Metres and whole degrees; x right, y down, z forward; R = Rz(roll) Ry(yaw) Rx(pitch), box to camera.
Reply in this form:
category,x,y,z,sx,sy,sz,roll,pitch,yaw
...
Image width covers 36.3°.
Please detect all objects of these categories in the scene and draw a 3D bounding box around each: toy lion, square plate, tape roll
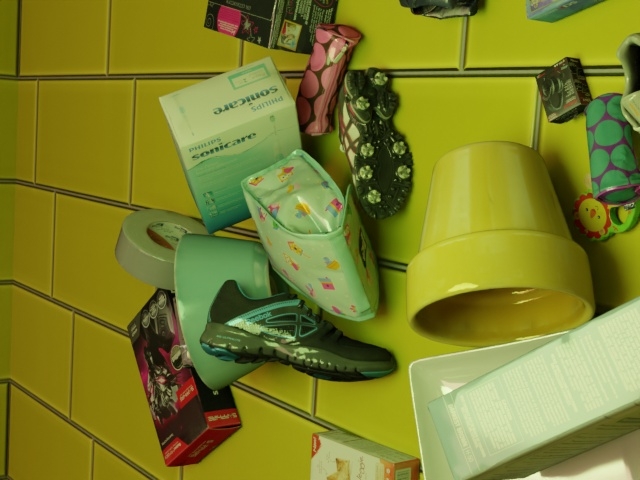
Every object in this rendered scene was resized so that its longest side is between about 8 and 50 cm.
category,x,y,z,sx,sy,sz,roll,pitch,yaw
toy lion,0.391,-0.041,1.341,0.100,0.034,0.096,34,125,47
square plate,0.303,0.309,1.356,0.344,0.049,0.347,-16,71,30
tape roll,-0.334,0.018,2.141,0.219,0.219,0.072,48,126,41

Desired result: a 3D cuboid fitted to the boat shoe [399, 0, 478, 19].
category,x,y,z,sx,sy,sz,roll,pitch,yaw
boat shoe,0.134,-0.449,1.582,0.340,0.127,0.158,21,100,50

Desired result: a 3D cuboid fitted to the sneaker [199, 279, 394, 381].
category,x,y,z,sx,sy,sz,roll,pitch,yaw
sneaker,-0.032,0.159,1.702,0.125,0.341,0.139,106,176,-71

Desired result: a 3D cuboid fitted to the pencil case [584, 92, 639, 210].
category,x,y,z,sx,sy,sz,roll,pitch,yaw
pencil case,0.387,-0.119,1.281,0.070,0.064,0.151,-9,61,19

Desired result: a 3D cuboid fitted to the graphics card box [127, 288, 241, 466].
category,x,y,z,sx,sy,sz,roll,pitch,yaw
graphics card box,-0.319,0.302,2.233,0.233,0.094,0.371,-45,55,44

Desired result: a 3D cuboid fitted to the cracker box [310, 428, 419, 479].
category,x,y,z,sx,sy,sz,roll,pitch,yaw
cracker box,0.073,0.440,1.740,0.232,0.067,0.155,6,95,53

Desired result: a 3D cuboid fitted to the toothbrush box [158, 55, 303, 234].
category,x,y,z,sx,sy,sz,roll,pitch,yaw
toothbrush box,-0.151,-0.168,1.794,0.295,0.216,0.126,81,165,-61

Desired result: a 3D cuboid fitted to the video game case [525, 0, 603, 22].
category,x,y,z,sx,sy,sz,roll,pitch,yaw
video game case,0.381,-0.453,1.312,0.269,0.061,0.244,-14,78,52

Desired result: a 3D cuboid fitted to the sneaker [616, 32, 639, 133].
category,x,y,z,sx,sy,sz,roll,pitch,yaw
sneaker,0.425,-0.138,1.215,0.099,0.121,0.262,-28,69,51

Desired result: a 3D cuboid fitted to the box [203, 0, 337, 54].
category,x,y,z,sx,sy,sz,roll,pitch,yaw
box,-0.093,-0.459,1.874,0.247,0.142,0.163,29,112,48

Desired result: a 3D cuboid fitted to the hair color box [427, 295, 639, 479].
category,x,y,z,sx,sy,sz,roll,pitch,yaw
hair color box,0.341,0.178,1.199,0.374,0.185,0.113,-33,63,29

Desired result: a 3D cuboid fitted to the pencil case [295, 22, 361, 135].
category,x,y,z,sx,sy,sz,roll,pitch,yaw
pencil case,0.008,-0.291,1.786,0.098,0.095,0.209,48,130,48

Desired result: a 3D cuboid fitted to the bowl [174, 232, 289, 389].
category,x,y,z,sx,sy,sz,roll,pitch,yaw
bowl,-0.153,0.122,1.888,0.163,0.311,0.311,-12,78,8

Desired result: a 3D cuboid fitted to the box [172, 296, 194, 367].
category,x,y,z,sx,sy,sz,roll,pitch,yaw
box,-0.235,0.192,2.045,0.078,0.180,0.147,-12,79,10

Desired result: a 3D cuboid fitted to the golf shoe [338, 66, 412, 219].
category,x,y,z,sx,sy,sz,roll,pitch,yaw
golf shoe,0.087,-0.161,1.700,0.120,0.105,0.272,141,126,-66

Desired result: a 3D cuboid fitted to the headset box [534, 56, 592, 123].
category,x,y,z,sx,sy,sz,roll,pitch,yaw
headset box,0.347,-0.209,1.389,0.062,0.032,0.083,-30,66,49

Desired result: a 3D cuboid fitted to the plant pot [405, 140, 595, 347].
category,x,y,z,sx,sy,sz,roll,pitch,yaw
plant pot,0.245,0.002,1.378,0.254,0.254,0.239,-32,50,49

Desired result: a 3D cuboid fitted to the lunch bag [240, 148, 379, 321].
category,x,y,z,sx,sy,sz,roll,pitch,yaw
lunch bag,0.000,0.000,1.689,0.262,0.160,0.223,42,158,47
